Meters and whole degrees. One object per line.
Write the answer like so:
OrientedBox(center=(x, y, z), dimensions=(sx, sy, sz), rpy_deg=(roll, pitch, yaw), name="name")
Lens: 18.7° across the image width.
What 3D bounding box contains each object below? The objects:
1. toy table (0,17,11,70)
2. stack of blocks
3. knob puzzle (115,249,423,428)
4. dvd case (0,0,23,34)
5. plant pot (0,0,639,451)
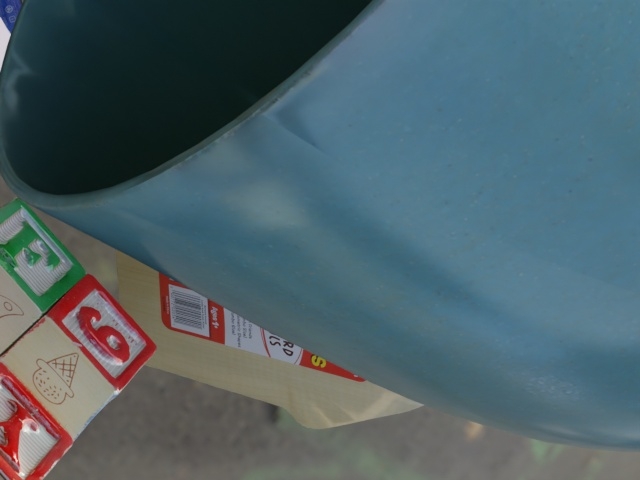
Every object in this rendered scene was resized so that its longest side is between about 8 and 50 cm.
OrientedBox(center=(-0.288, -0.114, 0.943), dimensions=(0.161, 0.252, 0.274), rpy_deg=(-36, 114, 14), name="toy table")
OrientedBox(center=(-0.220, 0.125, 0.784), dimensions=(0.297, 0.087, 0.171), rpy_deg=(-39, -174, 29), name="stack of blocks")
OrientedBox(center=(0.000, 0.000, 0.850), dimensions=(0.030, 0.213, 0.213), rpy_deg=(-50, 159, -49), name="knob puzzle")
OrientedBox(center=(-0.365, -0.155, 1.617), dimensions=(0.253, 0.022, 0.180), rpy_deg=(-23, 122, -15), name="dvd case")
OrientedBox(center=(0.081, -0.070, 0.599), dimensions=(0.235, 0.293, 0.293), rpy_deg=(37, 87, -27), name="plant pot")
